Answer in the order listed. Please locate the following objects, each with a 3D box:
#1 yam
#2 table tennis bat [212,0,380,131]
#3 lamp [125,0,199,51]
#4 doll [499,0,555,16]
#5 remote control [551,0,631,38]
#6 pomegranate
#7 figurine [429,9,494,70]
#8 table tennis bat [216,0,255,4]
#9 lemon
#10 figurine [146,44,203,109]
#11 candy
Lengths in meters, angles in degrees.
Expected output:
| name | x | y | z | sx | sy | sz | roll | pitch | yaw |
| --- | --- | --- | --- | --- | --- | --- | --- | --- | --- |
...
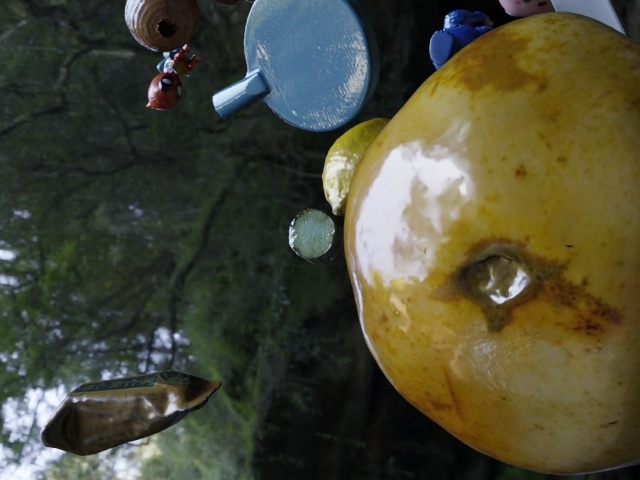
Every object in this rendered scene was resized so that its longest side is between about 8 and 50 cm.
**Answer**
| name | x | y | z | sx | sy | sz | roll | pitch | yaw |
| --- | --- | --- | --- | --- | --- | --- | --- | --- | --- |
| yam | 0.000 | 0.000 | 2.026 | 0.194 | 0.107 | 0.107 | 37 | -118 | -76 |
| table tennis bat | -0.044 | -0.243 | 1.301 | 0.044 | 0.329 | 0.215 | -35 | -79 | -40 |
| lamp | -0.287 | -0.411 | 1.693 | 0.136 | 0.136 | 0.137 | 7 | -90 | -71 |
| doll | 0.416 | -0.566 | 1.840 | 0.268 | 0.284 | 0.217 | 60 | -158 | -67 |
| remote control | 0.396 | -0.289 | 1.327 | 0.022 | 0.077 | 0.245 | -19 | -97 | -54 |
| pomegranate | 0.229 | -0.001 | 0.874 | 0.416 | 0.416 | 0.417 | 7 | -90 | -71 |
| figurine | 0.305 | -0.396 | 1.947 | 0.262 | 0.120 | 0.164 | -20 | -102 | -54 |
| table tennis bat | -0.156 | -0.468 | 1.751 | 0.156 | 0.087 | 0.013 | 18 | -123 | -27 |
| lemon | 0.104 | -0.134 | 1.789 | 0.256 | 0.188 | 0.188 | -43 | -37 | -25 |
| figurine | -0.298 | -0.320 | 1.847 | 0.068 | 0.075 | 0.140 | 40 | -105 | -33 |
| candy | -0.284 | 0.258 | 1.441 | 0.143 | 0.271 | 0.101 | -49 | -56 | -74 |
